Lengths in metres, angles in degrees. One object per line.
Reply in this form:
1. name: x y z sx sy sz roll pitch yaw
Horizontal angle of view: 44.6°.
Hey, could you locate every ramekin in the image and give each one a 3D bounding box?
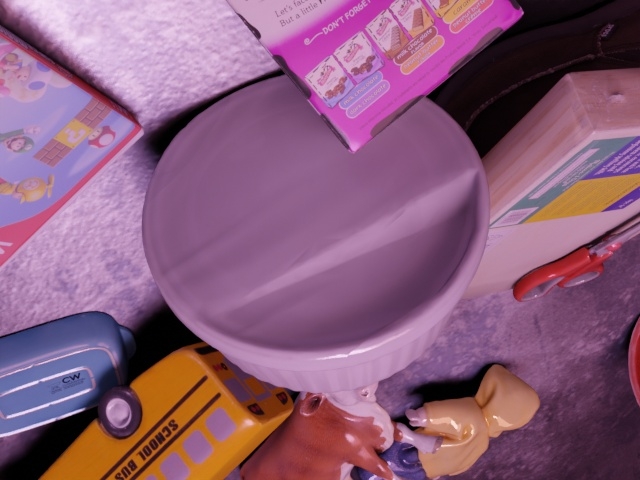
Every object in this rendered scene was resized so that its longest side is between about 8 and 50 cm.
1. ramekin: 0.000 0.000 0.643 0.273 0.273 0.127 -25 146 -9

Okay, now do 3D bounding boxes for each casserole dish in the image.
1. casserole dish: -0.270 0.137 0.760 0.188 0.037 0.114 -18 134 -17

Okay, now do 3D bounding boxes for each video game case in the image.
1. video game case: -0.281 -0.070 0.534 0.204 0.025 0.285 -42 151 8

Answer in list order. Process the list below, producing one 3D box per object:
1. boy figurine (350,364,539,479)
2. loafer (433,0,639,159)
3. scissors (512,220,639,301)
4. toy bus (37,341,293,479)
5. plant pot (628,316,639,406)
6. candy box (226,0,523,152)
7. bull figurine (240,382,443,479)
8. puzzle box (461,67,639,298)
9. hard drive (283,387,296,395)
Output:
1. boy figurine: 0.165 0.266 1.071 0.285 0.092 0.177 -33 135 -2
2. loafer: 0.262 -0.141 0.754 0.366 0.130 0.134 -30 135 -3
3. scissors: 0.283 0.012 0.807 0.109 0.021 0.297 -12 163 -7
4. toy bus: -0.189 0.235 0.792 0.332 0.130 0.108 -46 166 14
5. plant pot: 0.652 0.192 1.179 0.265 0.272 0.272 12 120 -45
6. candy box: 0.007 -0.202 0.544 0.159 0.071 0.233 -39 110 5
7. bull figurine: 0.020 0.246 0.923 0.188 0.101 0.310 35 130 -3
8. puzzle box: 0.235 -0.034 0.750 0.272 0.052 0.409 -8 160 -23
9. hard drive: -0.093 0.163 0.888 0.094 0.022 0.135 -37 135 3
